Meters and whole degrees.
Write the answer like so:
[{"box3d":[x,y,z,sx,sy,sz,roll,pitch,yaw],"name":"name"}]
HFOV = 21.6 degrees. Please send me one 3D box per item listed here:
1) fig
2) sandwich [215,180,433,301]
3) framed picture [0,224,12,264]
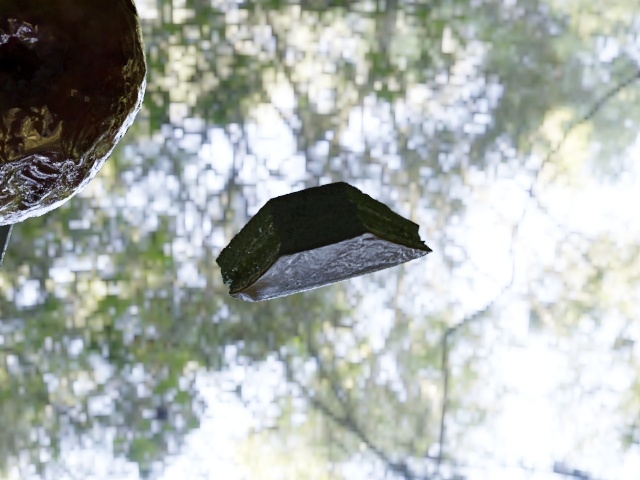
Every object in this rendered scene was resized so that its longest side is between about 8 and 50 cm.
[{"box3d":[-0.192,-0.101,0.769,0.159,0.159,0.257,-18,-150,-30],"name":"fig"},{"box3d":[0.000,0.000,2.010,0.258,0.096,0.094,-14,-133,-3],"name":"sandwich"},{"box3d":[-0.273,0.025,1.374,0.016,0.213,0.289,17,-164,-11],"name":"framed picture"}]
